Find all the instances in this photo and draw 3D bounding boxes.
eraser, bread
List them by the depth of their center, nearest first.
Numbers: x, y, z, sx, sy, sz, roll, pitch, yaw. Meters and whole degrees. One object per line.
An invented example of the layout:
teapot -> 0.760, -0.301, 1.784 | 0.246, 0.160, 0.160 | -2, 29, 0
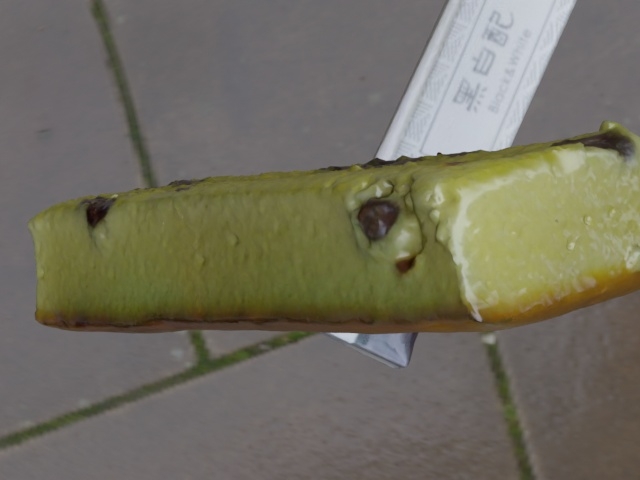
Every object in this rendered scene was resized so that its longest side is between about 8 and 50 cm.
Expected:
bread -> 0.000, 0.000, 0.837 | 0.138, 0.361, 0.077 | -11, 94, -37
eraser -> 0.108, -0.099, 1.379 | 0.096, 0.098, 0.404 | 24, 84, -2
